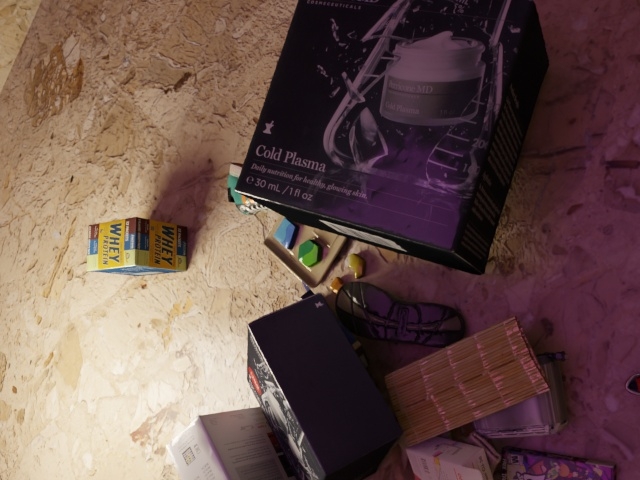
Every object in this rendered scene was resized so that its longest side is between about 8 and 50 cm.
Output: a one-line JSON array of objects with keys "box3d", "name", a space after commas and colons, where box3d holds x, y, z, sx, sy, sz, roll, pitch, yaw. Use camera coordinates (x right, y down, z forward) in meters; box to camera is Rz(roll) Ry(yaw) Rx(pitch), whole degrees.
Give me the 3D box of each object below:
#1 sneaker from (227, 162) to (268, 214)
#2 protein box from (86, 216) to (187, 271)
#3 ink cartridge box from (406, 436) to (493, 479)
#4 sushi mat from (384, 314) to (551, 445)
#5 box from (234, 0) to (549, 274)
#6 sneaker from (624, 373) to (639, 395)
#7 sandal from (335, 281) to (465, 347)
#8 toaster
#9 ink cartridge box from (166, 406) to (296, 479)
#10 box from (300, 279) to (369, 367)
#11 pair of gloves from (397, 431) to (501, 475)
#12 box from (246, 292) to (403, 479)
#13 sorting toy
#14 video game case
[{"box3d": [-0.148, -0.114, 1.695, 0.302, 0.108, 0.121, 28, 111, 50], "name": "sneaker"}, {"box3d": [-0.525, 0.023, 1.872, 0.201, 0.200, 0.136, -7, 79, 32], "name": "protein box"}, {"box3d": [0.267, 0.454, 1.253, 0.198, 0.067, 0.115, -6, 105, 56], "name": "ink cartridge box"}, {"box3d": [0.272, 0.276, 1.261, 0.316, 0.019, 0.151, -32, 63, 28], "name": "sushi mat"}, {"box3d": [0.152, -0.232, 1.333, 0.479, 0.297, 0.472, 16, 85, 26], "name": "box"}, {"box3d": [0.606, 0.250, 1.168, 0.118, 0.067, 0.042, -28, 69, 27], "name": "sneaker"}, {"box3d": [0.173, 0.177, 1.464, 0.302, 0.086, 0.120, 15, 85, 20], "name": "sandal"}, {"box3d": [0.386, 0.301, 1.272, 0.227, 0.129, 0.146, -15, 78, 32], "name": "toaster"}, {"box3d": [-0.152, 0.531, 1.481, 0.130, 0.309, 0.272, -45, 61, 20], "name": "ink cartridge box"}, {"box3d": [0.023, 0.200, 1.523, 0.036, 0.136, 0.225, -38, 59, -9], "name": "box"}, {"box3d": [0.260, 0.421, 1.341, 0.240, 0.042, 0.204, 36, 136, 36], "name": "pair of gloves"}, {"box3d": [-0.012, 0.347, 1.399, 0.343, 0.179, 0.312, 58, 157, 26], "name": "box"}, {"box3d": [0.000, 0.000, 1.623, 0.307, 0.041, 0.229, 41, 105, 31], "name": "sorting toy"}, {"box3d": [0.450, 0.529, 1.244, 0.210, 0.042, 0.232, 0, 83, 32], "name": "video game case"}]
